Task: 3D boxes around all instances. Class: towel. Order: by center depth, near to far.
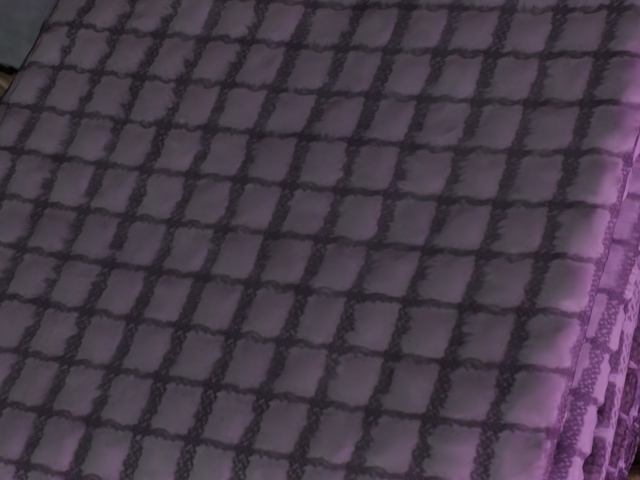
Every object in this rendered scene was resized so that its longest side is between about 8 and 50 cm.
[{"bbox_3d":[0.000,0.000,0.572,0.235,0.283,0.121,6,153,25],"label":"towel"}]

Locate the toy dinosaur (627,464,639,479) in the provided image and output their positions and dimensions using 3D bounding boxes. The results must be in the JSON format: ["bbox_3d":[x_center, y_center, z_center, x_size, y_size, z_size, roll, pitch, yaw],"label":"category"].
[{"bbox_3d":[0.123,0.110,0.750,0.093,0.053,0.183,29,136,-18],"label":"toy dinosaur"}]
